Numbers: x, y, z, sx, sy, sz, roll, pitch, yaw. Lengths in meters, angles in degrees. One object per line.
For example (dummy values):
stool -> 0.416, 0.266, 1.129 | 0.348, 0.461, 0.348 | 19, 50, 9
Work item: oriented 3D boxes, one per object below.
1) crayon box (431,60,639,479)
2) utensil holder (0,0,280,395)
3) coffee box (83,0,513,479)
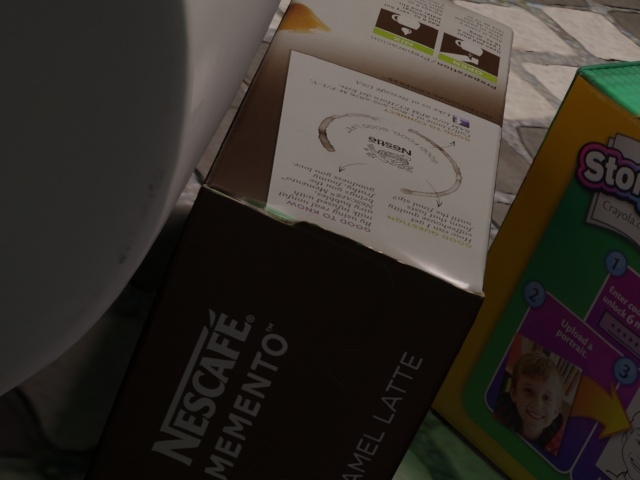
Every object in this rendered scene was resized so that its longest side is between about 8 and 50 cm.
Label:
crayon box -> 0.182, 0.072, 0.665 | 0.081, 0.165, 0.278 | -10, 43, -47
utensil holder -> -0.151, -0.158, 0.634 | 0.327, 0.328, 0.385 | 22, 31, -4
coffee box -> 0.000, 0.000, 0.676 | 0.098, 0.141, 0.246 | 22, 27, -3
